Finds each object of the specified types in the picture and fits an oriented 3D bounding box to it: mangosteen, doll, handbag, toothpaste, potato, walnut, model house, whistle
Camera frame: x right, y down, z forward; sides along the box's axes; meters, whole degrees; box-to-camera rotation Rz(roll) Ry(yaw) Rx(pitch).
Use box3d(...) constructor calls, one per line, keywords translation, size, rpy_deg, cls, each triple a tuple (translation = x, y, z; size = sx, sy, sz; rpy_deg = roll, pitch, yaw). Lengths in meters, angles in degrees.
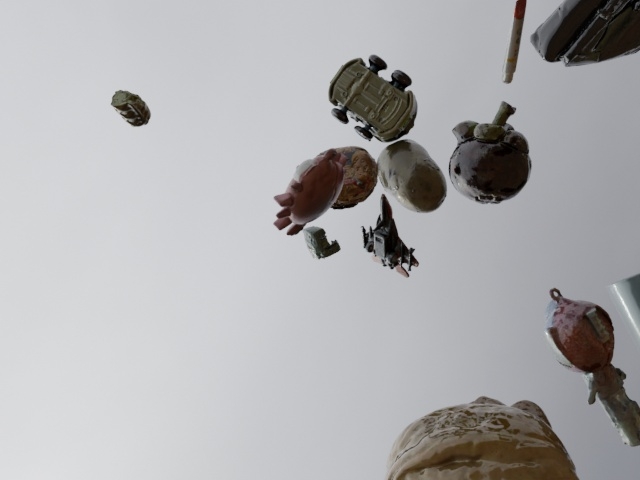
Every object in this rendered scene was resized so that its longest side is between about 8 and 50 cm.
box3d(translation=(0.338, -0.163, 1.174), size=(0.173, 0.173, 0.183), rpy_deg=(-3, -107, -40), cls="mangosteen")
box3d(translation=(-0.020, -0.103, 1.299), size=(0.211, 0.093, 0.261), rpy_deg=(-33, -20, -35), cls="doll")
box3d(translation=(0.492, -0.384, 0.921), size=(0.275, 0.088, 0.244), rpy_deg=(-15, -24, -34), cls="handbag")
box3d(translation=(0.420, -0.431, 1.262), size=(0.048, 0.031, 0.190), rpy_deg=(-37, -37, -29), cls="toothpaste")
box3d(translation=(0.243, -0.176, 1.560), size=(0.165, 0.262, 0.164), rpy_deg=(-10, -58, -16), cls="potato")
box3d(translation=(0.251, 0.403, 0.935), size=(0.313, 0.276, 0.252), rpy_deg=(-15, -31, 12), cls="walnut")
box3d(translation=(0.000, 0.000, 1.495), size=(0.066, 0.079, 0.083), rpy_deg=(-32, -74, -31), cls="model house")
box3d(translation=(0.563, 0.251, 1.191), size=(0.134, 0.346, 0.142), rpy_deg=(-34, -10, 34), cls="whistle")

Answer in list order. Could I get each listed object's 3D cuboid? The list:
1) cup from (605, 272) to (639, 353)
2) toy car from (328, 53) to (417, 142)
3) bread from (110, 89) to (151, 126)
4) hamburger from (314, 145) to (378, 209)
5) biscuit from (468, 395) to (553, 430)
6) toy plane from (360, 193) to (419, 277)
box3d(translation=(0.801, 0.199, 1.282), size=(0.206, 0.311, 0.205), rpy_deg=(-20, -15, -5), cls="cup")
box3d(translation=(0.161, -0.382, 1.636), size=(0.204, 0.248, 0.198), rpy_deg=(-54, -20, 9), cls="toy car")
box3d(translation=(-0.450, -0.315, 1.397), size=(0.066, 0.060, 0.110), rpy_deg=(-54, -22, -10), cls="bread")
box3d(translation=(0.079, -0.211, 1.921), size=(0.231, 0.231, 0.106), rpy_deg=(-44, -31, -14), cls="hamburger")
box3d(translation=(0.323, 0.416, 1.136), size=(0.041, 0.208, 0.290), rpy_deg=(22, -54, -35), cls="biscuit")
box3d(translation=(0.116, -0.008, 1.036), size=(0.061, 0.130, 0.189), rpy_deg=(-48, -36, -20), cls="toy plane")
